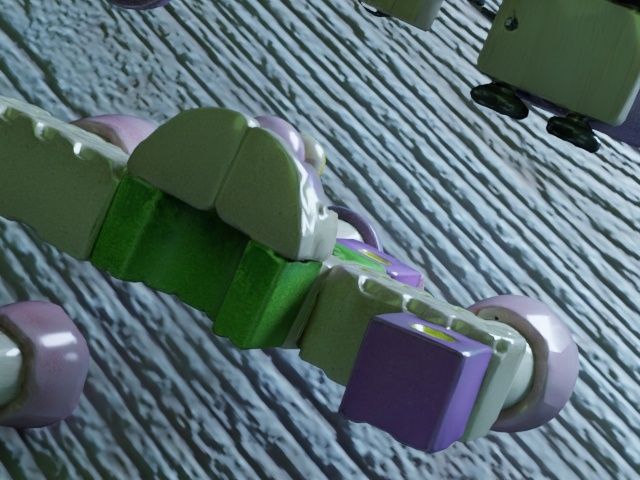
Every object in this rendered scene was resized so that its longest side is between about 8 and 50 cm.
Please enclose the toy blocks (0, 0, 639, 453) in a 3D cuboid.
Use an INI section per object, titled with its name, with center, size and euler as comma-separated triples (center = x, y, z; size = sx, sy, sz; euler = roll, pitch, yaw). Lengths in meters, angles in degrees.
[toy blocks]
center = 0.000, 0.000, 0.693
size = 0.288, 0.309, 0.260
euler = 27, 9, 21
